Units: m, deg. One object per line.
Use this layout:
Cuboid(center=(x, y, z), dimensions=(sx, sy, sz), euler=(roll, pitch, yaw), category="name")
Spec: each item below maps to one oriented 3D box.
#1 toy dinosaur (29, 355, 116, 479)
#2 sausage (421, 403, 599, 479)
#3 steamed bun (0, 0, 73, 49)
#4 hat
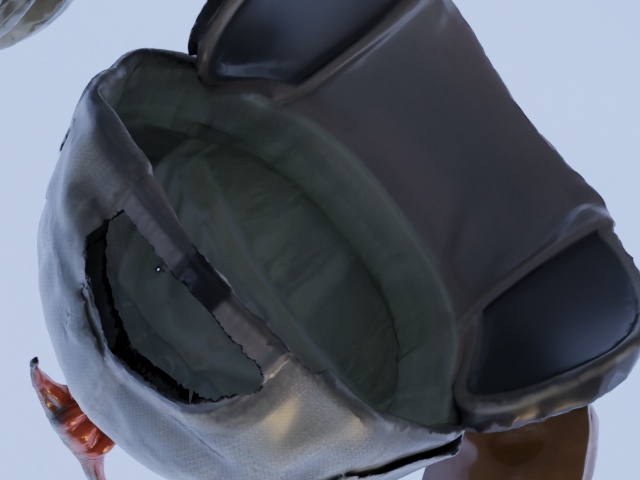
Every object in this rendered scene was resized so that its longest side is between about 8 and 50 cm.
Cuboid(center=(-0.218, 0.185, 1.263), dimensions=(0.101, 0.279, 0.055), euler=(-38, -137, -3), category="toy dinosaur")
Cuboid(center=(0.148, 0.204, 1.040), dimensions=(0.136, 0.120, 0.241), euler=(14, -82, 26), category="sausage")
Cuboid(center=(-0.351, -0.296, 1.116), dimensions=(0.342, 0.367, 0.255), euler=(-14, -121, -6), category="steamed bun")
Cuboid(center=(0.007, -0.005, 0.554), dimensions=(0.275, 0.161, 0.232), euler=(-37, -88, -32), category="hat")
